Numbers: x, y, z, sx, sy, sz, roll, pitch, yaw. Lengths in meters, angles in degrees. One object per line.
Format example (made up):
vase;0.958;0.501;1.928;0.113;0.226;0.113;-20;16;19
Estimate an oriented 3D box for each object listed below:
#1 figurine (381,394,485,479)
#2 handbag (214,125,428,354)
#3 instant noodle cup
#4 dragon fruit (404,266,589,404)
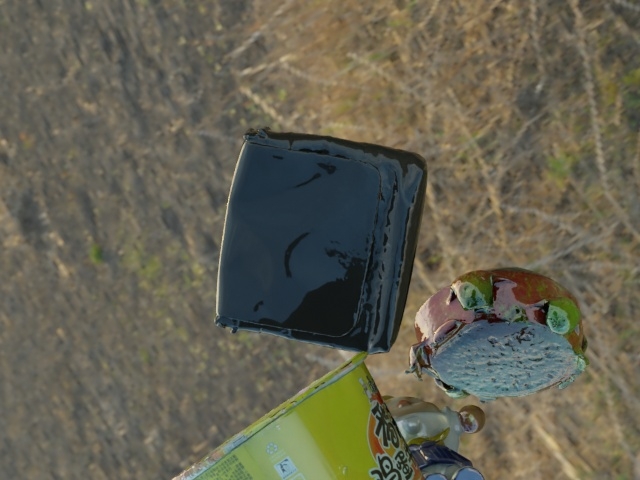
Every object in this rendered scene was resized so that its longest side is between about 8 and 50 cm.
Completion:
figurine;0.137;0.276;1.565;0.274;0.194;0.133;9;114;56
handbag;0.000;0.000;1.421;0.223;0.080;0.247;11;102;5
instant noodle cup;-0.004;0.264;1.270;0.200;0.264;0.264;55;147;5
dragon fruit;0.267;0.136;1.795;0.268;0.130;0.295;35;135;-25
